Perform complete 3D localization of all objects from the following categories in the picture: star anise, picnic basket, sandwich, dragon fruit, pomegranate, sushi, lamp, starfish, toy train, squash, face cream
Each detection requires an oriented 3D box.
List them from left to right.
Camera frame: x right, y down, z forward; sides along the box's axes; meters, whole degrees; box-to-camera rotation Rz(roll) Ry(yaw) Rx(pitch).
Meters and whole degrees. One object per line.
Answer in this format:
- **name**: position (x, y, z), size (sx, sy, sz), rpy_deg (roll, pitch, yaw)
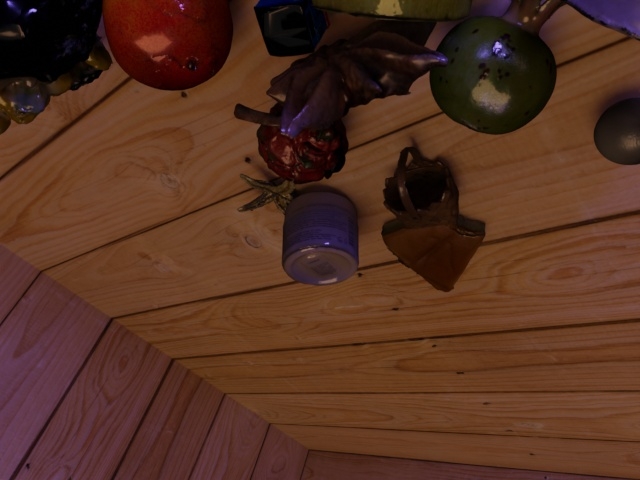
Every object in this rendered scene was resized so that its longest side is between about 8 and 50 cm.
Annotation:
- **sushi**: position (-0.509, -0.338, 0.824), size (0.329, 0.328, 0.285), rpy_deg (19, 145, 13)
- **pomegranate**: position (-0.249, -0.358, 0.797), size (0.210, 0.210, 0.235), rpy_deg (-21, 102, 43)
- **starfish**: position (-0.094, -0.110, 1.163), size (0.208, 0.053, 0.176), rpy_deg (14, 147, -24)
- **toy train**: position (-0.050, -0.386, 0.720), size (0.083, 0.131, 0.204), rpy_deg (5, 141, 22)
- **dragon fruit**: position (-0.033, -0.189, 0.946), size (0.182, 0.188, 0.182), rpy_deg (1, 111, 2)
- **face cream**: position (0.000, 0.000, 1.147), size (0.177, 0.153, 0.177), rpy_deg (1, 146, 0)
- **star anise**: position (0.028, -0.243, 0.760), size (0.350, 0.292, 0.109), rpy_deg (-25, 112, 3)
- **squash**: position (0.094, -0.328, 0.665), size (0.219, 0.219, 0.041), rpy_deg (12, 121, 13)
- **picnic basket**: position (0.186, -0.104, 0.972), size (0.138, 0.128, 0.178), rpy_deg (-8, 153, 30)
- **sandwich**: position (0.291, 0.020, 1.141), size (0.245, 0.063, 0.212), rpy_deg (38, 140, -25)
- **pomegranate**: position (0.262, -0.264, 0.710), size (0.181, 0.181, 0.224), rpy_deg (26, 122, -7)
- **lamp**: position (0.481, -0.167, 0.768), size (0.105, 0.105, 0.105), rpy_deg (13, 144, 10)

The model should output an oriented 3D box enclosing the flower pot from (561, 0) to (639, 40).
- **flower pot**: position (0.397, -0.333, 0.481), size (0.265, 0.265, 0.243), rpy_deg (17, 135, 5)
